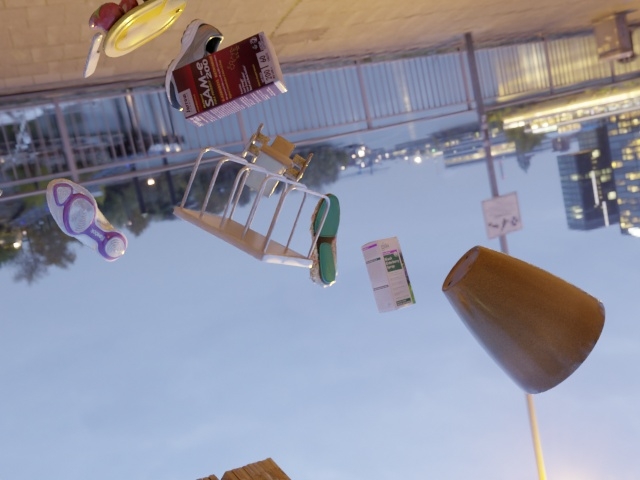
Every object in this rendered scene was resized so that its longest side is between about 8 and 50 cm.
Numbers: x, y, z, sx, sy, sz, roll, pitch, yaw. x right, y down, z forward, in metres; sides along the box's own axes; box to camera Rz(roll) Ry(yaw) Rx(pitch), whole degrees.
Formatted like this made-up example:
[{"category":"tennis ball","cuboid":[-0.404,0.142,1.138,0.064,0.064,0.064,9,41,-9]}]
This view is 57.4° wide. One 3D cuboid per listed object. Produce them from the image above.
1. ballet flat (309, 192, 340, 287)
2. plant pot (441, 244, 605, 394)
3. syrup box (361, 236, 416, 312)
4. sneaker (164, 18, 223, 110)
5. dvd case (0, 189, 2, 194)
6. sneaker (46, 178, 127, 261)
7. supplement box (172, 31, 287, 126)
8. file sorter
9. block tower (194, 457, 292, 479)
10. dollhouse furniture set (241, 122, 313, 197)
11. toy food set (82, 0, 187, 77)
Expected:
[{"category":"ballet flat","cuboid":[0.000,0.000,1.499,0.091,0.241,0.077,10,171,-34]},{"category":"plant pot","cuboid":[0.377,0.133,1.166,0.237,0.254,0.237,-53,-179,1]},{"category":"syrup box","cuboid":[0.226,0.113,1.952,0.093,0.237,0.096,-10,173,-36]},{"category":"sneaker","cuboid":[-0.372,-0.510,1.720,0.107,0.272,0.100,26,-172,20]},{"category":"dvd case","cuboid":[-0.835,-0.091,1.403,0.087,0.120,0.013,26,144,-17]},{"category":"sneaker","cuboid":[-0.646,-0.057,1.559,0.152,0.305,0.114,27,-115,30]},{"category":"supplement box","cuboid":[-0.212,-0.372,1.364,0.239,0.130,0.073,-20,170,12]},{"category":"file sorter","cuboid":[-0.146,-0.076,1.312,0.277,0.173,0.192,26,-172,30]},{"category":"block tower","cuboid":[-0.181,0.498,1.095,0.097,0.091,0.335,35,-170,32]},{"category":"dollhouse furniture set","cuboid":[-0.145,-0.288,1.975,0.161,0.212,0.242,-53,-170,44]},{"category":"toy food set","cuboid":[-0.328,-0.381,0.986,0.218,0.071,0.128,-43,-175,-28]}]
